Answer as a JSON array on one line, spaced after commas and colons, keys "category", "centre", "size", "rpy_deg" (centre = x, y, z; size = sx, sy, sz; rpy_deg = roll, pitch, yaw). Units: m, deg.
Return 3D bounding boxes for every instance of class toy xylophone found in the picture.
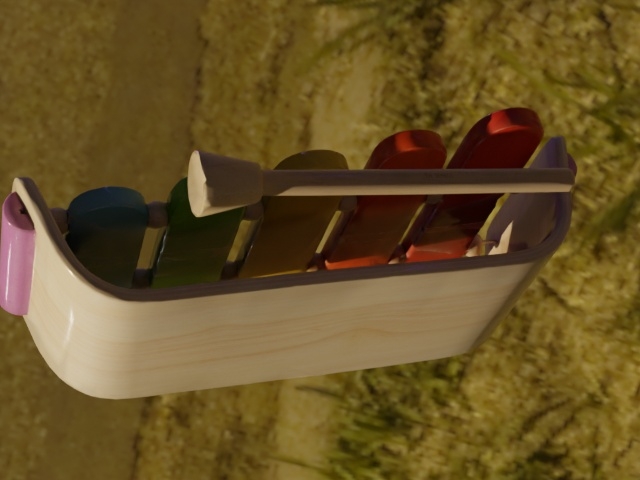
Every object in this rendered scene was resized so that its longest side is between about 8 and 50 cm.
[{"category": "toy xylophone", "centre": [0.000, 0.000, 0.722], "size": [0.236, 0.322, 0.081], "rpy_deg": [126, 136, -52]}]
